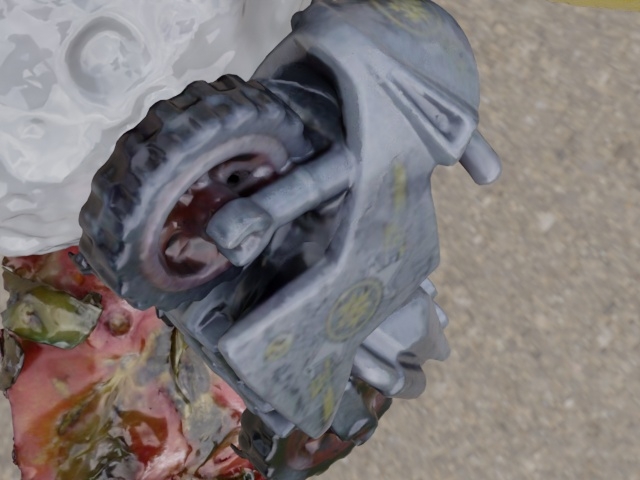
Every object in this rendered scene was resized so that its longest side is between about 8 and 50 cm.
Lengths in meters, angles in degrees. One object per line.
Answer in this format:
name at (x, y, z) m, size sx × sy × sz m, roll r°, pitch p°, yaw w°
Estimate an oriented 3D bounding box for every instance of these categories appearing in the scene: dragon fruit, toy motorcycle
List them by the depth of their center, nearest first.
toy motorcycle at (0.000, 0.000, 0.491) m, size 0.122 × 0.080 × 0.215 m, roll -43°, pitch 152°, yaw -9°
dragon fruit at (-0.095, 0.055, 1.221) m, size 0.263 × 0.314 × 0.296 m, roll -5°, pitch 125°, yaw -4°

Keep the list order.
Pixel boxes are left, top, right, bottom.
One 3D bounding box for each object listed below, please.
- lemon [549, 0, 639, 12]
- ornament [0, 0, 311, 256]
lemon at (0.161, -0.283, 0.786) m, size 0.387 × 0.350 × 0.350 m, roll 19°, pitch 103°, yaw -37°
ornament at (-0.151, -0.163, 0.855) m, size 0.337 × 0.337 × 0.337 m, roll -4°, pitch 109°, yaw -12°
